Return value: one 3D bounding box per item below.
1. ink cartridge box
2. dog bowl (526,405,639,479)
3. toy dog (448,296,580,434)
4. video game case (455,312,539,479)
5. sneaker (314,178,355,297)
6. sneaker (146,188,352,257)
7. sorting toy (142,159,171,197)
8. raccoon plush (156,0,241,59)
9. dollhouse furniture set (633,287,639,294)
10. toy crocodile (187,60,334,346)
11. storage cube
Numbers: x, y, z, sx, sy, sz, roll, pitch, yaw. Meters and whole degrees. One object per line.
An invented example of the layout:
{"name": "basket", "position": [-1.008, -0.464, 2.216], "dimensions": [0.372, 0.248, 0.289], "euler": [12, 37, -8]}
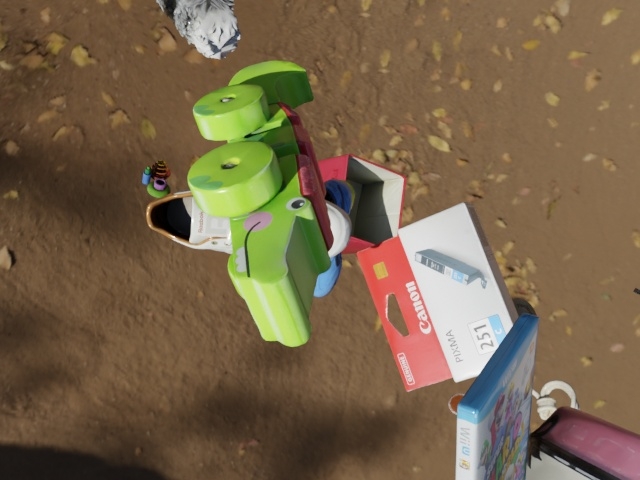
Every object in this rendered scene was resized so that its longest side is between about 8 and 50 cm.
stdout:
{"name": "ink cartridge box", "position": [0.209, 0.113, 1.294], "dimensions": [0.261, 0.066, 0.296], "euler": [-24, 81, 28]}
{"name": "dog bowl", "position": [0.340, 0.284, 0.607], "dimensions": [0.408, 0.408, 0.150], "euler": [28, 85, -24]}
{"name": "toy dog", "position": [0.331, 0.254, 1.367], "dimensions": [0.161, 0.333, 0.220], "euler": [13, 129, -23]}
{"name": "video game case", "position": [0.123, 0.149, 0.492], "dimensions": [0.119, 0.015, 0.166], "euler": [-36, 130, -47]}
{"name": "sneaker", "position": [0.000, 0.000, 1.158], "dimensions": [0.069, 0.082, 0.209], "euler": [19, 109, 21]}
{"name": "sneaker", "position": [-0.107, -0.015, 0.971], "dimensions": [0.290, 0.123, 0.105], "euler": [5, 97, 19]}
{"name": "sorting toy", "position": [-0.352, -0.139, 1.520], "dimensions": [0.061, 0.102, 0.042], "euler": [5, 133, -20]}
{"name": "raccoon plush", "position": [-0.335, -0.407, 1.128], "dimensions": [0.216, 0.299, 0.446], "euler": [-23, 82, -28]}
{"name": "dollhouse furniture set", "position": [0.678, 0.055, 1.221], "dimensions": [0.101, 0.161, 0.181], "euler": [22, 99, -31]}
{"name": "toy crocodile", "position": [-0.039, -0.050, 0.579], "dimensions": [0.105, 0.340, 0.115], "euler": [-17, 123, 2]}
{"name": "storage cube", "position": [0.059, -0.075, 1.636], "dimensions": [0.215, 0.193, 0.183], "euler": [17, 76, -39]}
